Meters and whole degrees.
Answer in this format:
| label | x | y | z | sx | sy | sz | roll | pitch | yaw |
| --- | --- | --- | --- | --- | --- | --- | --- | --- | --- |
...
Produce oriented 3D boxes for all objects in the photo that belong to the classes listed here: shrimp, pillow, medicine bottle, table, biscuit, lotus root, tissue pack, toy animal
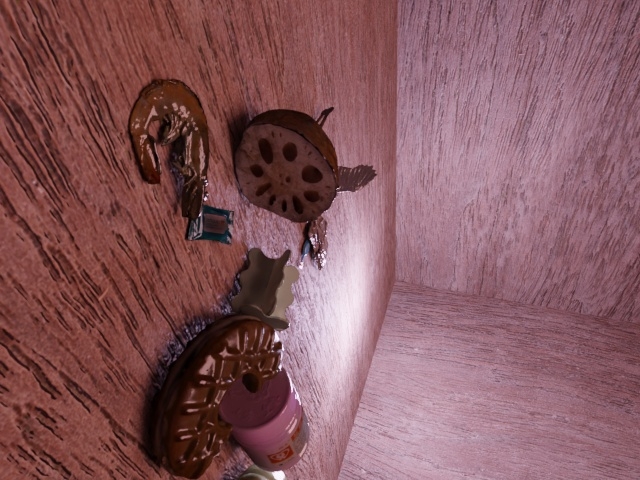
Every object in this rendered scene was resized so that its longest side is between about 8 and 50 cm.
| label | x | y | z | sx | sy | sz | roll | pitch | yaw |
| --- | --- | --- | --- | --- | --- | --- | --- | --- | --- |
| shrimp | -0.264 | -0.161 | 0.742 | 0.173 | 0.058 | 0.253 | -13 | 107 | -62 |
| pillow | 0.000 | 0.000 | 1.578 | 0.248 | 0.049 | 0.135 | 77 | 20 | -52 |
| medicine bottle | -0.147 | 0.487 | 1.140 | 0.316 | 0.202 | 0.202 | 80 | 27 | -45 |
| table | -0.140 | 0.125 | 1.088 | 0.166 | 0.166 | 0.198 | 74 | 23 | -51 |
| biscuit | -0.226 | 0.316 | 0.903 | 0.366 | 0.115 | 0.268 | -52 | 144 | -36 |
| lotus root | -0.071 | -0.193 | 1.008 | 0.192 | 0.272 | 0.272 | -74 | 163 | -51 |
| tissue pack | -0.240 | -0.035 | 0.907 | 0.138 | 0.027 | 0.085 | 15 | 81 | -66 |
| toy animal | 0.007 | -0.261 | 1.378 | 0.302 | 0.225 | 0.284 | -46 | 123 | -42 |

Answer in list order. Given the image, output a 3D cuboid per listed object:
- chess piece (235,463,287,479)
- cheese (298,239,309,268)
| label | x | y | z | sx | sy | sz | roll | pitch | yaw |
| --- | --- | --- | --- | --- | --- | --- | --- | --- | --- |
| chess piece | -0.219 | 0.734 | 1.051 | 0.442 | 0.234 | 0.234 | 43 | 58 | -73 |
| cheese | -0.058 | 0.048 | 1.484 | 0.047 | 0.017 | 0.111 | 54 | 48 | -60 |
